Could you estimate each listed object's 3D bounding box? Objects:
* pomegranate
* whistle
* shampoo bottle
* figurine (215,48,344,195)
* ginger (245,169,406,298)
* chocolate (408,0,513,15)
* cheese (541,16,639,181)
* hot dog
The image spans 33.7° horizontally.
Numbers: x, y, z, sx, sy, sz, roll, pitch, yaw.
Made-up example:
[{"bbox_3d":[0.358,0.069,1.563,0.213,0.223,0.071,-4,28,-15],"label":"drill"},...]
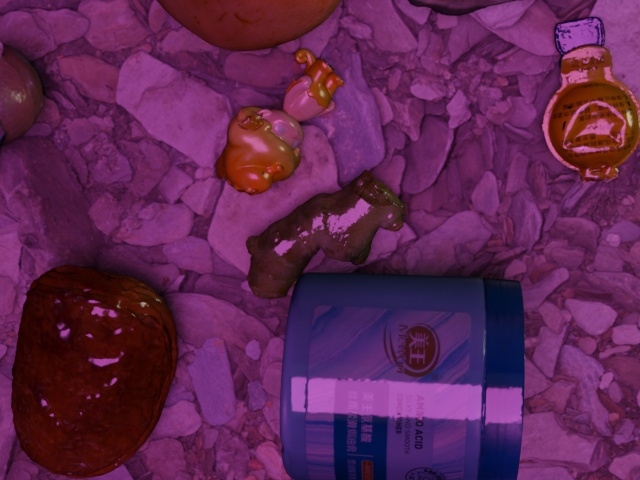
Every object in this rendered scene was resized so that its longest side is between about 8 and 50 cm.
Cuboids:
[{"bbox_3d":[-0.104,-0.409,1.500,0.319,0.319,0.319,1,105,5],"label":"pomegranate"},{"bbox_3d":[-0.548,-0.188,1.682,0.189,0.189,0.347,28,126,-3],"label":"whistle"},{"bbox_3d":[0.126,0.214,1.620,0.343,0.331,0.331,3,105,6],"label":"shampoo bottle"},{"bbox_3d":[-0.067,-0.177,1.648,0.246,0.131,0.156,-46,137,-1],"label":"figurine"},{"bbox_3d":[0.004,-0.002,1.700,0.290,0.089,0.137,-25,126,6],"label":"ginger"},{"bbox_3d":[0.219,-0.478,1.474,0.303,0.303,0.212,-11,73,8],"label":"chocolate"},{"bbox_3d":[0.414,-0.216,1.617,0.157,0.064,0.250,-7,94,6],"label":"cheese"},{"bbox_3d":[-0.383,0.213,1.751,0.267,0.174,0.387,16,115,3],"label":"hot dog"}]
